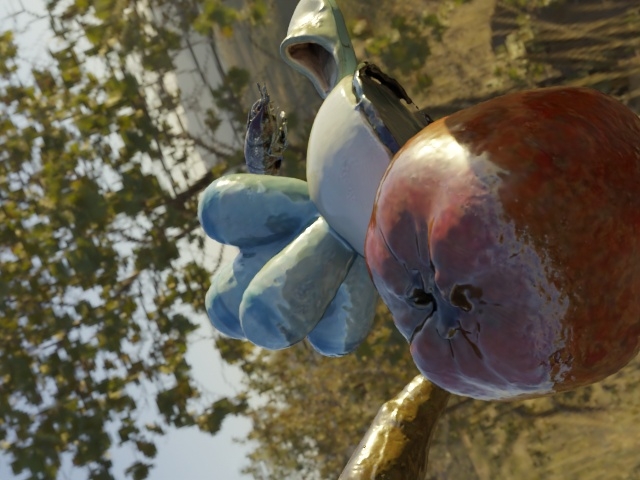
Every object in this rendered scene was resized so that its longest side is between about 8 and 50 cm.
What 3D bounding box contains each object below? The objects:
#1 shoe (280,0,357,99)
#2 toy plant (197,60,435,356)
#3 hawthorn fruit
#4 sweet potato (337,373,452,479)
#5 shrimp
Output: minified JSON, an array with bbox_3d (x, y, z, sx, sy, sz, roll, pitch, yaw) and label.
[{"bbox_3d":[-0.012,-0.253,1.194,0.079,0.078,0.195,-62,38,39],"label":"shoe"},{"bbox_3d":[0.000,0.000,1.001,0.247,0.332,0.247,41,-156,-22],"label":"toy plant"},{"bbox_3d":[0.166,-0.007,0.660,0.210,0.262,0.210,38,139,43],"label":"hawthorn fruit"},{"bbox_3d":[0.112,0.343,1.436,0.130,0.422,0.130,24,148,16],"label":"sweet potato"},{"bbox_3d":[-0.068,-0.138,1.191,0.056,0.065,0.165,34,140,17],"label":"shrimp"}]
